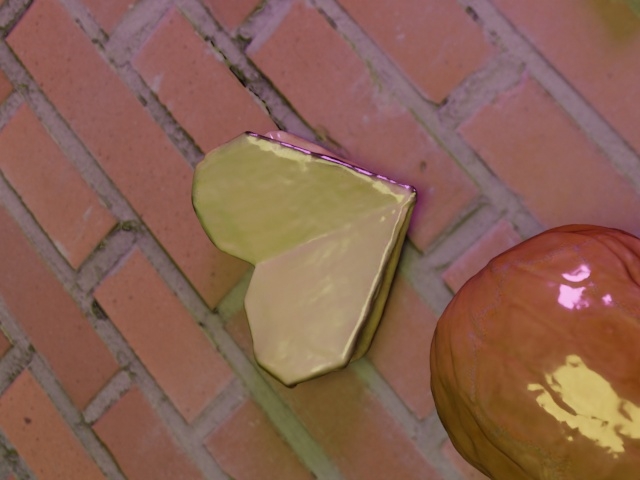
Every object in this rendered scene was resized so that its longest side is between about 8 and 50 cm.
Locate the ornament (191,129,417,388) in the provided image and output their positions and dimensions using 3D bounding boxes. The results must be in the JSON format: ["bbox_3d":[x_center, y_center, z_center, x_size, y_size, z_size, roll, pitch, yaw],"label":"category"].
[{"bbox_3d":[0.000,0.000,0.836,0.180,0.059,0.201,-24,85,24],"label":"ornament"}]

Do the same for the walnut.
[{"bbox_3d":[0.179,0.095,0.672,0.222,0.195,0.195,41,108,23],"label":"walnut"}]
